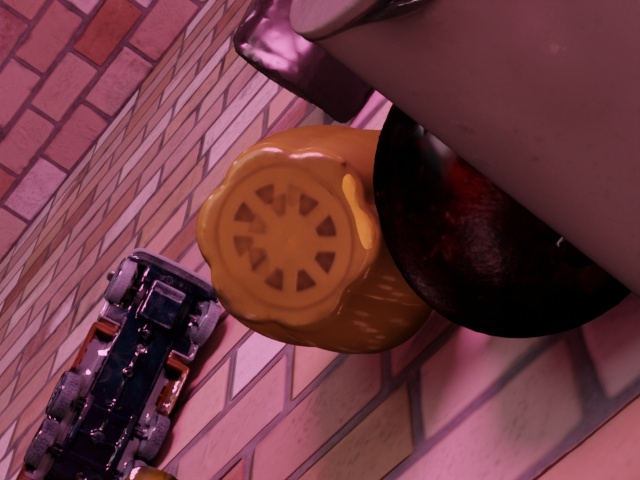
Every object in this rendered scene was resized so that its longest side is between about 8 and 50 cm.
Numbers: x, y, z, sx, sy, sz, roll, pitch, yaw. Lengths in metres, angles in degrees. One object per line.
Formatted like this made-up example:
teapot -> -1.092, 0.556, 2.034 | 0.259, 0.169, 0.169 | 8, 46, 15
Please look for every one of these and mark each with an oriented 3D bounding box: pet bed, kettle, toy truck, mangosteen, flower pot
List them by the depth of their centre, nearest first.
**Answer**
kettle -> 0.175, -0.109, 0.568 | 0.205, 0.318, 0.265 | -17, 44, 63
mangosteen -> 0.125, -0.039, 0.759 | 0.210, 0.210, 0.210 | -47, 21, 24
flower pot -> 0.000, 0.000, 0.909 | 0.195, 0.195, 0.179 | -52, -13, 11
toy truck -> -0.236, 0.173, 1.371 | 0.305, 0.136, 0.162 | -67, 13, -23
pet bed -> 0.013, -0.270, 1.419 | 0.211, 0.183, 0.159 | -55, 17, 2

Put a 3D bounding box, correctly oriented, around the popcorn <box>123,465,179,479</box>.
popcorn -> -0.117, 0.290, 0.614 | 0.290, 0.321, 0.326 | -121, 48, -69
